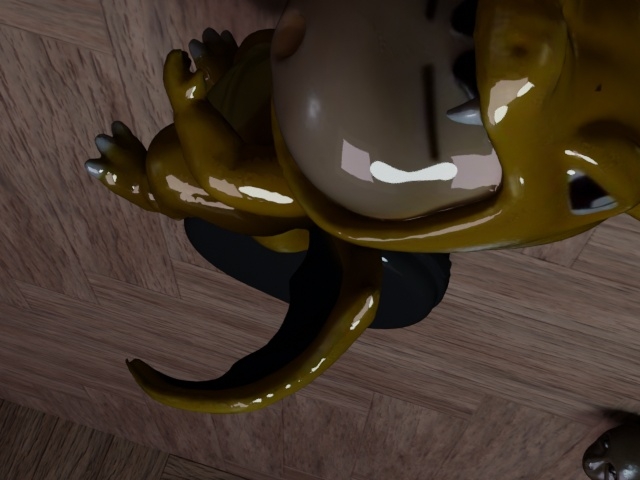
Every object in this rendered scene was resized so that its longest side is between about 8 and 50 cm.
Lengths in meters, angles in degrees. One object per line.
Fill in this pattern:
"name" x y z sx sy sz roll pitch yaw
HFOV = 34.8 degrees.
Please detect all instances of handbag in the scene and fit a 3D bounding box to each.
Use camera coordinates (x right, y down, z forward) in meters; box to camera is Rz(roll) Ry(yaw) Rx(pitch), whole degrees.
"handbag" 0.000 -0.001 1.129 0.308 0.093 0.254 26 154 -14

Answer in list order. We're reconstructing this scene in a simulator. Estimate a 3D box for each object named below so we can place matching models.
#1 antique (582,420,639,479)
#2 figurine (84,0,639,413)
"antique" 0.498 0.324 1.427 0.257 0.121 0.143 13 149 13
"figurine" 0.061 -0.084 0.704 0.387 0.401 0.268 -5 109 40
